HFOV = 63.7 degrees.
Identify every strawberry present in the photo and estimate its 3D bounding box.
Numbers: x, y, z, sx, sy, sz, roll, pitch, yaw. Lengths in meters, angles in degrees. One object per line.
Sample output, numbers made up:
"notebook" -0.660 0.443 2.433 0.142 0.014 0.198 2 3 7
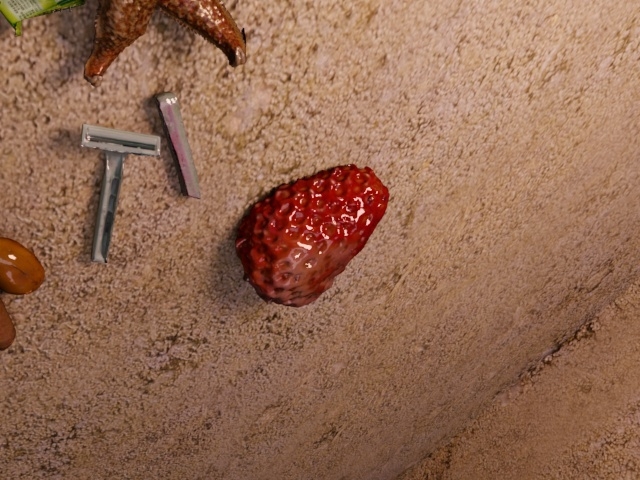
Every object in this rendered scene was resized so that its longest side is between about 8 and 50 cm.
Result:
"strawberry" 0.000 0.000 1.022 0.336 0.149 0.265 -37 135 7

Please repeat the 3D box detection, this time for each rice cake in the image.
"rice cake" -0.231 -0.148 0.846 0.033 0.033 0.207 -24 139 -20

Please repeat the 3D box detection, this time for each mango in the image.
"mango" -0.511 0.044 0.855 0.077 0.063 0.127 -27 137 -15

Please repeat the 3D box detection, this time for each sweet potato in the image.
"sweet potato" -0.582 0.121 0.891 0.067 0.059 0.281 7 130 4

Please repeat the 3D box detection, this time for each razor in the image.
"razor" -0.349 -0.070 0.852 0.111 0.056 0.277 5 135 -29

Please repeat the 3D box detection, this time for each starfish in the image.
"starfish" -0.212 -0.320 0.630 0.303 0.113 0.312 28 105 -40

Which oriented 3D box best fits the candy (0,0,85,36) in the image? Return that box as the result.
"candy" -0.371 -0.337 0.595 0.102 0.032 0.178 -30 137 -3
